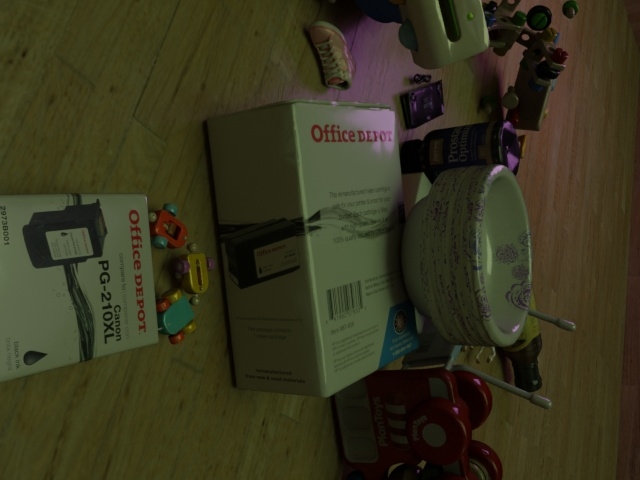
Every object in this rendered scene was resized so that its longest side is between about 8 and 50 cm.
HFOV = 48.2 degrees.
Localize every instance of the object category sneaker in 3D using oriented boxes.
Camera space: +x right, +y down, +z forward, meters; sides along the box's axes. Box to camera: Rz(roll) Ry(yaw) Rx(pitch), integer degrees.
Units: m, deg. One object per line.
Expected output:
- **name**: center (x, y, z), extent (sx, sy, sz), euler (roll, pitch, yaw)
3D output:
- **sneaker**: center (0.021, -0.312, 1.234), extent (0.134, 0.051, 0.070), euler (45, 47, -49)

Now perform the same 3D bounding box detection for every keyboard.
- **keyboard**: center (0.223, -0.311, 1.554), extent (0.180, 0.023, 0.108), euler (-33, 120, -52)

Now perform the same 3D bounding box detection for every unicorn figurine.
- **unicorn figurine**: center (0.385, 0.235, 1.704), extent (0.162, 0.060, 0.111), euler (54, 47, -38)

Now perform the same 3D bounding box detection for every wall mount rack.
- **wall mount rack**: center (0.299, 0.207, 1.366), extent (0.130, 0.304, 0.350), euler (57, 44, -21)

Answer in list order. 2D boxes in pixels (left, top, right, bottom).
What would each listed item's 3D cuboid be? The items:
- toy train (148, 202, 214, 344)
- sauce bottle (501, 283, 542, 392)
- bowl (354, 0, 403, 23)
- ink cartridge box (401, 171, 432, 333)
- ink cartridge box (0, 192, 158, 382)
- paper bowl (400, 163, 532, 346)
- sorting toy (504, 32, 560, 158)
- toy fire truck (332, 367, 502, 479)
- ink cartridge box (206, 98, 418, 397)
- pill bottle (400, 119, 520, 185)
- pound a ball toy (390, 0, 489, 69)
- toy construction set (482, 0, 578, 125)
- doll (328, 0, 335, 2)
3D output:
- **toy train**: center (-0.196, 0.045, 0.899), extent (0.125, 0.046, 0.166), euler (36, 55, -47)
- **sauce bottle**: center (0.512, 0.226, 1.843), extent (0.111, 0.111, 0.344), euler (-33, 112, -52)
- **bowl**: center (0.112, -0.587, 1.301), extent (0.391, 0.077, 0.391), euler (13, 75, -57)
- **ink cartridge box**: center (0.143, -0.006, 1.373), extent (0.261, 0.066, 0.296), euler (44, 53, -45)
- **ink cartridge box**: center (-0.286, 0.040, 0.717), extent (0.237, 0.100, 0.171), euler (-7, 94, -55)
- **paper bowl**: center (0.230, 0.025, 1.138), extent (0.284, 0.148, 0.284), euler (9, 80, -56)
- **sorting toy**: center (0.562, -0.376, 1.886), extent (0.047, 0.196, 0.347), euler (12, 98, -15)
- **toy fire truck**: center (0.152, 0.352, 1.192), extent (0.169, 0.254, 0.302), euler (-21, 103, -61)
- **ink cartridge box**: center (0.000, 0.000, 1.075), extent (0.285, 0.166, 0.394), euler (-11, 97, -56)
- **pill bottle**: center (0.279, -0.169, 1.447), extent (0.123, 0.219, 0.122), euler (8, 80, -55)
- **pound a ball toy**: center (0.169, -0.438, 1.139), extent (0.208, 0.136, 0.319), euler (-113, -178, -66)
- **toy construction set**: center (0.494, -0.483, 1.819), extent (0.237, 0.258, 0.308), euler (-69, 161, -50)
- **doll**: center (0.006, -0.473, 1.232), extent (0.189, 0.046, 0.129), euler (-25, 106, -54)
